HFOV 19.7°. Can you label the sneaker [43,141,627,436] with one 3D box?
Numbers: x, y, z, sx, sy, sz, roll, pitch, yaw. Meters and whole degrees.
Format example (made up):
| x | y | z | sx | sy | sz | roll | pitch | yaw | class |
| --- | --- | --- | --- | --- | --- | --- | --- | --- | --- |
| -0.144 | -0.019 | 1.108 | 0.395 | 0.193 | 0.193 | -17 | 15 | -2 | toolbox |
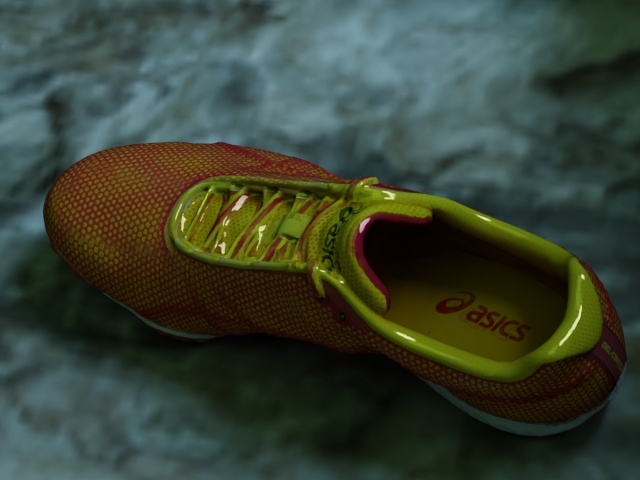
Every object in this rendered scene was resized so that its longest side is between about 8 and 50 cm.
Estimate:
| x | y | z | sx | sy | sz | roll | pitch | yaw | class |
| --- | --- | --- | --- | --- | --- | --- | --- | --- | --- |
| 0.000 | 0.000 | 0.501 | 0.175 | 0.067 | 0.064 | 13 | 68 | 22 | sneaker |
